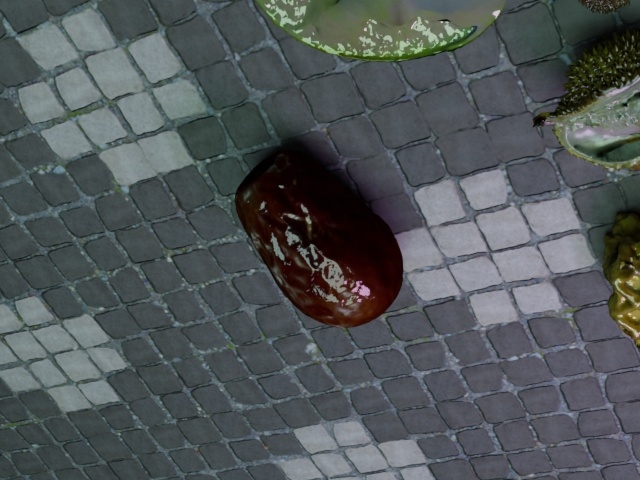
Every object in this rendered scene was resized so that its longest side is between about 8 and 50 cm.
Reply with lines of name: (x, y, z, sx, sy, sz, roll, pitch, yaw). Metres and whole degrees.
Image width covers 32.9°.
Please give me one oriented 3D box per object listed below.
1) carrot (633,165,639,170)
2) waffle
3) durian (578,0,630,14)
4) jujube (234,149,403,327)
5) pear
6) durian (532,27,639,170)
carrot: (0.535, -0.111, 1.677, 0.139, 0.048, 0.048, 24, 131, -5)
waffle: (0.618, 0.070, 1.743, 0.324, 0.151, 0.261, 4, 127, 14)
durian: (0.399, -0.350, 1.503, 0.091, 0.080, 0.080, 21, 134, -24)
jujube: (0.000, 0.000, 1.806, 0.223, 0.223, 0.318, -31, 108, 34)
pear: (0.080, -0.439, 1.452, 0.399, 0.165, 0.399, 8, 131, 10)
durian: (0.426, -0.210, 1.565, 0.237, 0.138, 0.193, -5, 130, 16)
